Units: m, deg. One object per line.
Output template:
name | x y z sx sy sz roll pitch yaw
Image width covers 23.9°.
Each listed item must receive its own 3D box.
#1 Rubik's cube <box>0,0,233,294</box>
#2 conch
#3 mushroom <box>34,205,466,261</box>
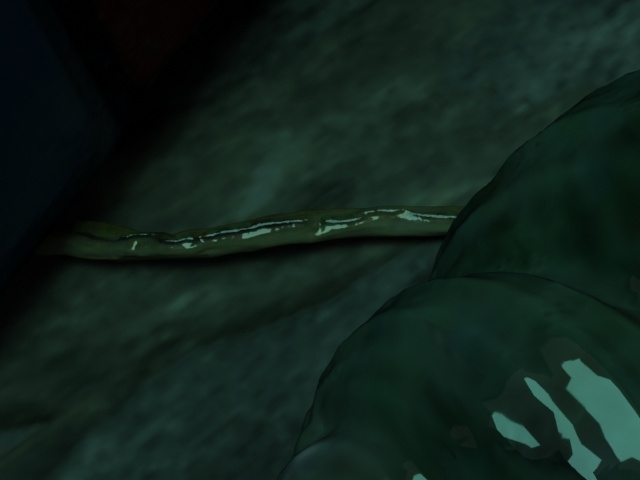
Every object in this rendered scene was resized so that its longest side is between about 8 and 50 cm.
Rubik's cube | -0.215 -0.166 0.447 0.313 0.316 0.318 25 68 25
conch | 0.110 0.058 0.384 0.277 0.195 0.220 -2 88 -22
mushroom | 0.001 -0.001 0.508 0.286 0.028 0.026 3 104 10
